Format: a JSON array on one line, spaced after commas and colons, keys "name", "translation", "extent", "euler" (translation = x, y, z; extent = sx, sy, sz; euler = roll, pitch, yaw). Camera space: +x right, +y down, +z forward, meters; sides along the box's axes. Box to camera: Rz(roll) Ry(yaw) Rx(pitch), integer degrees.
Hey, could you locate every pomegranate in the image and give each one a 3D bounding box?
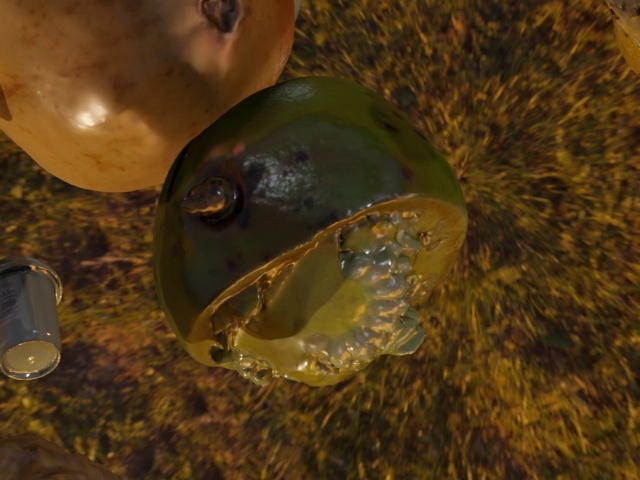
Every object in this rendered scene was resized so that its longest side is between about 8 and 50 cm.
[{"name": "pomegranate", "translation": [-0.201, -0.217, 1.257], "extent": [0.342, 0.342, 0.343], "euler": [0, 93, 6]}, {"name": "pomegranate", "translation": [0.000, 0.000, 1.109], "extent": [0.260, 0.340, 0.260], "euler": [-3, 82, 19]}]

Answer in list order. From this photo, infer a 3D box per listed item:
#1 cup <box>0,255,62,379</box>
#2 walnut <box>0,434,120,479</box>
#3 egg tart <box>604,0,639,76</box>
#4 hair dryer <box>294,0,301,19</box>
[{"name": "cup", "translation": [-0.384, 0.101, 1.719], "extent": [0.120, 0.120, 0.141], "euler": [-32, 46, 6]}, {"name": "walnut", "translation": [-0.221, 0.241, 0.896], "extent": [0.198, 0.198, 0.245], "euler": [25, 52, 4]}, {"name": "egg tart", "translation": [0.447, -0.258, 1.605], "extent": [0.294, 0.295, 0.116], "euler": [32, 134, 4]}, {"name": "hair dryer", "translation": [-0.136, -0.211, 1.612], "extent": [0.092, 0.267, 0.229], "euler": [36, 52, -24]}]
